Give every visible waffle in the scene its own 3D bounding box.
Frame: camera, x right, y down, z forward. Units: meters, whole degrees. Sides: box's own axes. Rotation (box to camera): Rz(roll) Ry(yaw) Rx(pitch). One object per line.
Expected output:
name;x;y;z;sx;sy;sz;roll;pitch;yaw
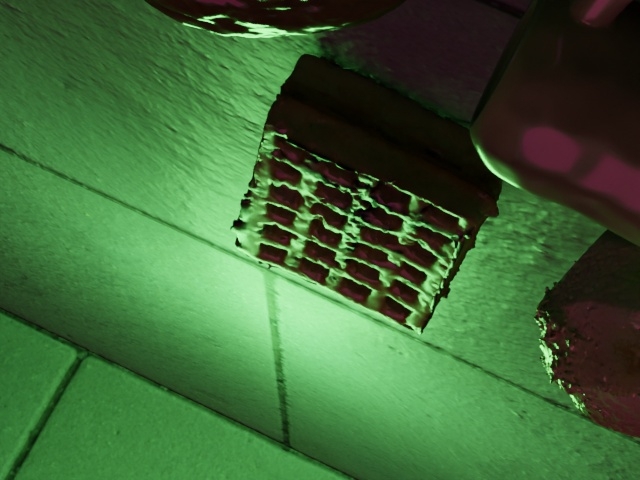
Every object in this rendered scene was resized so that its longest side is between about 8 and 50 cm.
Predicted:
waffle;0.049;-0.037;1.891;0.261;0.114;0.376;28;158;2

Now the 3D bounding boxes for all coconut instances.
coconut;0.346;0.092;1.668;0.233;0.233;0.245;40;159;-32

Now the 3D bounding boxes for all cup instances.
cup;0.243;-0.110;1.354;0.202;0.173;0.255;27;162;-2

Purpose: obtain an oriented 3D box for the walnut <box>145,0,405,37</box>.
walnut;-0.027;-0.258;1.256;0.283;0.283;0.227;14;117;36
